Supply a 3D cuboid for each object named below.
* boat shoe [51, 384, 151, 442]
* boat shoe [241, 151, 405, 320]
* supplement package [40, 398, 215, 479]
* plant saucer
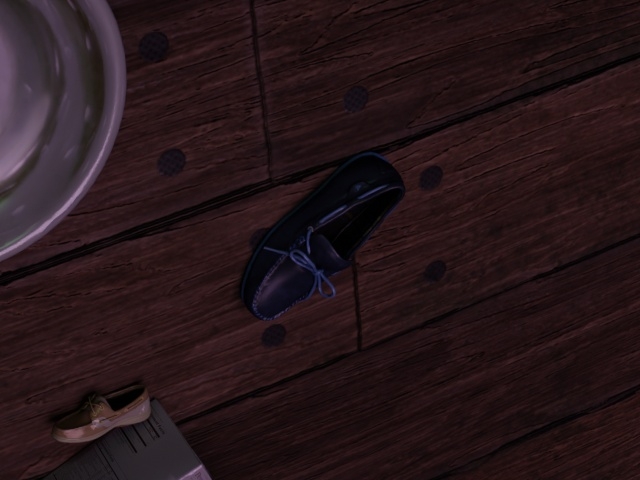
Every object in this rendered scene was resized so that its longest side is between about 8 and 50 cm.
[{"bbox_3d":[-0.273,0.212,1.915,0.135,0.050,0.045,-18,124,-35],"label":"boat shoe"},{"bbox_3d":[0.000,0.000,1.924,0.109,0.089,0.258,31,99,-41],"label":"boat shoe"},{"bbox_3d":[-0.225,0.356,1.966,0.203,0.149,0.194,-35,131,-8],"label":"supplement package"},{"bbox_3d":[-0.398,-0.152,1.563,0.400,0.100,0.400,-17,127,-24],"label":"plant saucer"}]
